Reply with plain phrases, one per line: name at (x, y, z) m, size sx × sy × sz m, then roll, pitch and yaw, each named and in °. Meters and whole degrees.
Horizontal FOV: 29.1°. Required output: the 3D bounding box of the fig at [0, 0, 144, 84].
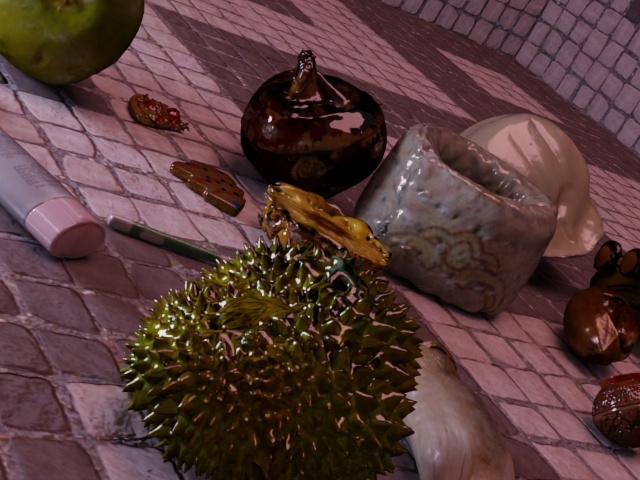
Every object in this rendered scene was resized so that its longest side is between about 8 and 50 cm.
fig at (-0.369, -0.321, 1.772) m, size 0.233 × 0.233 × 0.314 m, roll 30°, pitch -18°, yaw -1°

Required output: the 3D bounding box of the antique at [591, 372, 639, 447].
antique at (0.418, 0.233, 1.672) m, size 0.104 × 0.104 × 0.104 m, roll 27°, pitch 19°, yaw -10°

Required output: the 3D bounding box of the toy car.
toy car at (0.571, 0.104, 2.150) m, size 0.200 × 0.142 × 0.248 m, roll 25°, pitch 0°, yaw -18°

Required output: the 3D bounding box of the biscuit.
biscuit at (-0.146, -0.075, 1.735) m, size 0.119 × 0.019 × 0.130 m, roll 10°, pitch 28°, yaw -45°

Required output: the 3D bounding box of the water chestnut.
water chestnut at (-0.015, -0.173, 1.865) m, size 0.223 × 0.238 × 0.224 m, roll 6°, pitch 34°, yaw -4°

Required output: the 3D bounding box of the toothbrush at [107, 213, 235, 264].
toothbrush at (-0.142, 0.017, 1.513) m, size 0.257 × 0.018 × 0.024 m, roll 22°, pitch 27°, yaw -25°

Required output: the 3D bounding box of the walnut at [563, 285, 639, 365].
walnut at (0.438, 0.135, 1.930) m, size 0.116 × 0.116 × 0.207 m, roll 31°, pitch 19°, yaw 2°

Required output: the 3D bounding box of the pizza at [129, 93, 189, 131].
pizza at (-0.257, -0.205, 1.882) m, size 0.100 × 0.029 × 0.099 m, roll 12°, pitch 25°, yaw -44°

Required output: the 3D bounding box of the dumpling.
dumpling at (0.354, -0.082, 2.188) m, size 0.395 × 0.233 × 0.315 m, roll -6°, pitch 41°, yaw -38°

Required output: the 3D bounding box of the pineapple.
pineapple at (0.000, 0.000, 1.673) m, size 0.225 × 0.076 × 0.225 m, roll 29°, pitch 17°, yaw -10°

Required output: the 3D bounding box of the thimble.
thimble at (0.201, -0.038, 1.886) m, size 0.291 × 0.195 × 0.291 m, roll 28°, pitch 18°, yaw -10°

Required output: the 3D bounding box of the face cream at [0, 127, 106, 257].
face cream at (-0.325, -0.055, 1.369) m, size 0.198 × 0.057 × 0.084 m, roll 42°, pitch 23°, yaw 26°

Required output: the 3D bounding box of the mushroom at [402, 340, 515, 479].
mushroom at (0.131, 0.217, 1.311) m, size 0.122 × 0.095 × 0.351 m, roll 6°, pitch 23°, yaw -8°

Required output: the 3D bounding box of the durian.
durian at (-0.026, 0.114, 1.121) m, size 0.291 × 0.225 × 0.291 m, roll 24°, pitch 26°, yaw -12°
